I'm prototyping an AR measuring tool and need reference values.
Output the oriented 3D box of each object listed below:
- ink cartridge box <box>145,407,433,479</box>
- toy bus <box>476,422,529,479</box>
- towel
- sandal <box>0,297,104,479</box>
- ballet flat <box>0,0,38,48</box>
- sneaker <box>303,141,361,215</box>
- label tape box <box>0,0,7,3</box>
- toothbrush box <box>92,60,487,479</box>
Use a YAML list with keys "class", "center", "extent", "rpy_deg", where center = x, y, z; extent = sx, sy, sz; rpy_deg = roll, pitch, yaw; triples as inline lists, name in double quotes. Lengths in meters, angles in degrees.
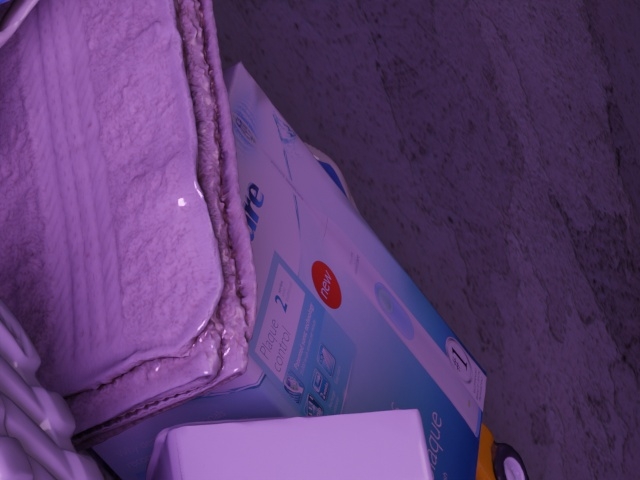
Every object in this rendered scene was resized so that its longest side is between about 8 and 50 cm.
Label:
- class: "ink cartridge box"
  center: [-0.008, 0.262, 0.889]
  extent: [0.223, 0.129, 0.307]
  rpy_deg: [112, -29, -61]
- class: "toy bus"
  center: [0.136, 0.289, 1.285]
  extent: [0.332, 0.108, 0.130]
  rpy_deg: [57, 30, -19]
- class: "towel"
  center: [-0.127, -0.030, 0.967]
  extent: [0.049, 0.187, 0.282]
  rpy_deg: [24, 47, -49]
- class: "sandal"
  center: [-0.103, 0.187, 0.656]
  extent: [0.416, 0.102, 0.169]
  rpy_deg: [65, 8, 31]
- class: "ballet flat"
  center: [-0.204, -0.225, 0.989]
  extent: [0.182, 0.164, 0.483]
  rpy_deg: [17, 51, -18]
- class: "sneaker"
  center: [0.001, 0.000, 1.319]
  extent: [0.152, 0.058, 0.084]
  rpy_deg: [56, 19, -34]
- class: "label tape box"
  center: [-0.250, -0.234, 0.815]
  extent: [0.333, 0.240, 0.106]
  rpy_deg: [56, -22, 28]
- class: "toothbrush box"
  center: [-0.031, 0.077, 1.127]
  extent: [0.295, 0.126, 0.216]
  rpy_deg: [51, 31, -26]
